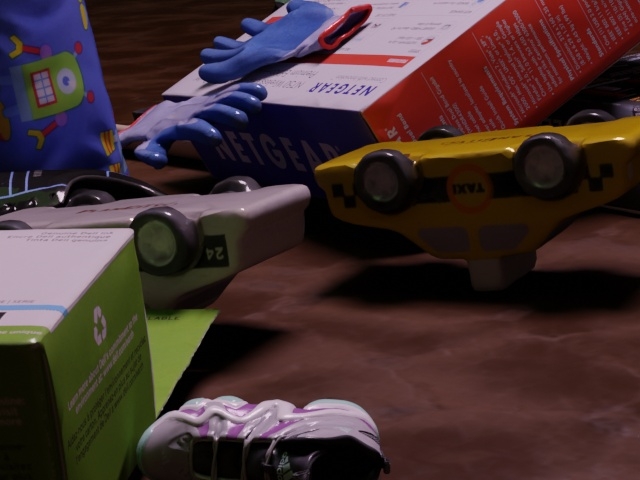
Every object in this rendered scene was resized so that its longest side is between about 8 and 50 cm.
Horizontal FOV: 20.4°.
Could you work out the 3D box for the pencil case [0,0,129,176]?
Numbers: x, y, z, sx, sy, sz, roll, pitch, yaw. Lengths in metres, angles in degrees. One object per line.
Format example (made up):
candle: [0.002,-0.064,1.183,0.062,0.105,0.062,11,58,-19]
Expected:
pencil case: [-0.214,-0.140,1.157,0.119,0.306,0.133,8,29,44]

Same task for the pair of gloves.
pair of gloves: [-0.061,-0.111,1.222,0.198,0.023,0.159,-42,22,-26]

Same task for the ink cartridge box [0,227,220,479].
ink cartridge box: [-0.163,0.039,0.761,0.188,0.097,0.255,-1,20,11]

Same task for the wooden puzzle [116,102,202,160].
wooden puzzle: [-0.052,-0.109,1.534,0.238,0.044,0.221,-15,16,-39]

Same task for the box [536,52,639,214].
box: [0.290,-0.088,1.262,0.307,0.076,0.242,-13,16,-34]

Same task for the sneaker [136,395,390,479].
sneaker: [-0.021,0.085,0.693,0.098,0.038,0.069,-7,12,-9]

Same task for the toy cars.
toy cars: [0.000,0.000,0.971,0.393,0.087,0.176,-11,9,-14]

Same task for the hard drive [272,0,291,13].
hard drive: [0.085,-0.211,1.822,0.237,0.064,0.339,-9,19,-7]

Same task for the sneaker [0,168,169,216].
sneaker: [-0.193,-0.005,1.043,0.232,0.081,0.090,-13,9,-39]

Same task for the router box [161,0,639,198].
router box: [0.080,-0.150,1.262,0.301,0.082,0.335,-38,21,-17]
